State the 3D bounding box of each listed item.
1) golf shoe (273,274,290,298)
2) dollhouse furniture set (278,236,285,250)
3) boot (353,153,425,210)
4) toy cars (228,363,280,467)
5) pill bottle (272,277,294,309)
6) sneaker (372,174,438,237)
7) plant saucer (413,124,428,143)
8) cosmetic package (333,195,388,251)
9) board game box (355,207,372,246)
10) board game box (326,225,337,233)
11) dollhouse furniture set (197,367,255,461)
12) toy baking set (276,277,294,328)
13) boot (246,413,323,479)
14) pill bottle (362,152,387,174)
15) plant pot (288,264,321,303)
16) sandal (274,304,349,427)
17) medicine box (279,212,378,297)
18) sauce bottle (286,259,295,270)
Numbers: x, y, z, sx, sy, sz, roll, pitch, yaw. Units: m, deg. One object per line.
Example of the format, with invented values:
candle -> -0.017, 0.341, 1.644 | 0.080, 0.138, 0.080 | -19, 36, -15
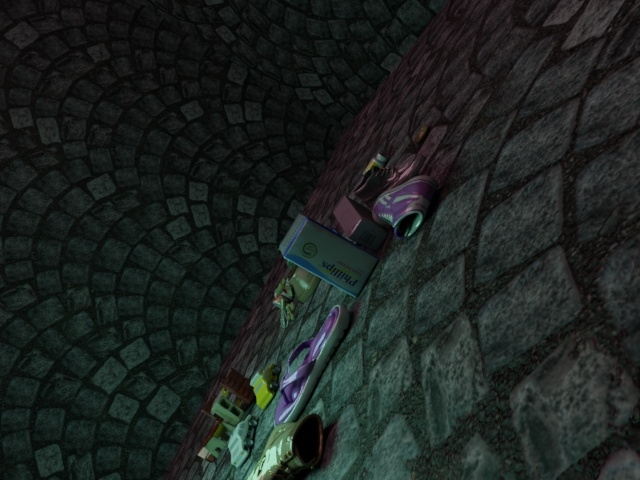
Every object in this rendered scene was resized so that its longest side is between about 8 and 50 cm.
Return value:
golf shoe -> -0.201, 0.262, 2.509 | 0.094, 0.077, 0.198 | -53, 13, 32
dollhouse furniture set -> -0.114, 0.055, 2.351 | 0.129, 0.184, 0.129 | -49, 15, 48
boot -> 0.229, -0.222, 1.553 | 0.258, 0.123, 0.095 | -48, 17, 20
toy cars -> -0.255, 0.626, 1.680 | 0.176, 0.087, 0.393 | -45, 18, 58
pill bottle -> -0.174, 0.271, 2.313 | 0.152, 0.086, 0.086 | -64, 11, -20
sneaker -> 0.216, -0.070, 1.314 | 0.282, 0.102, 0.161 | -40, 25, 63
plant saucer -> 0.377, -0.389, 1.676 | 0.083, 0.015, 0.083 | -56, 10, 16
cosmetic package -> 0.132, -0.062, 1.534 | 0.085, 0.117, 0.231 | -56, 24, 16
board game box -> 0.191, -0.077, 1.668 | 0.126, 0.026, 0.186 | -48, 16, 49
board game box -> 0.000, 0.000, 2.172 | 0.160, 0.047, 0.210 | -36, 9, -3
dollhouse furniture set -> -0.411, 0.715, 1.822 | 0.201, 0.152, 0.374 | -56, -1, 21
toy baking set -> -0.171, 0.298, 2.090 | 0.256, 0.030, 0.196 | 121, 140, -54
boot -> -0.086, 0.544, 1.064 | 0.203, 0.095, 0.262 | -46, 13, 50
pill bottle -> 0.245, -0.330, 2.017 | 0.116, 0.065, 0.065 | -56, 10, 22
plant pot -> -0.074, 0.161, 2.070 | 0.237, 0.110, 0.237 | -58, 9, 15
sandal -> -0.052, 0.366, 1.371 | 0.416, 0.102, 0.169 | -60, 10, -1
medicine box -> 0.016, 0.039, 1.504 | 0.149, 0.263, 0.289 | -60, 10, 1
sauce bottle -> -0.143, 0.089, 2.627 | 0.111, 0.111, 0.344 | -58, 9, 9
